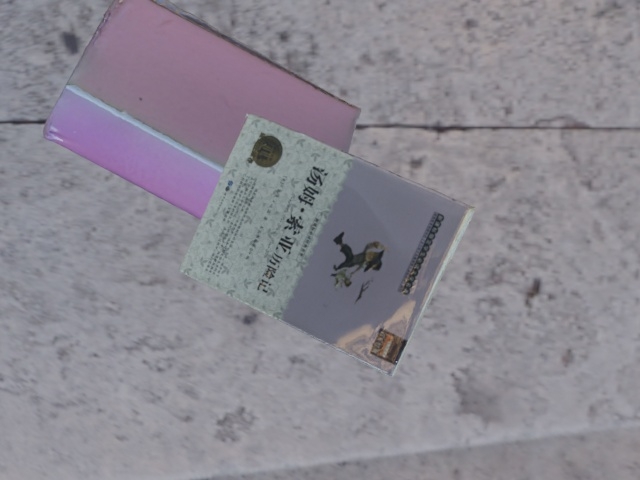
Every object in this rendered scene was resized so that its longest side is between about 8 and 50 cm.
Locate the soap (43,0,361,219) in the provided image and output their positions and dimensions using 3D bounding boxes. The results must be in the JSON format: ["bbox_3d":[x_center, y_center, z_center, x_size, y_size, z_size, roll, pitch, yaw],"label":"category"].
[{"bbox_3d":[-0.101,-0.108,1.238,0.259,0.081,0.181,28,42,-13],"label":"soap"}]

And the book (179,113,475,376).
[{"bbox_3d":[0.000,0.000,0.932,0.127,0.181,0.014,-65,158,0],"label":"book"}]
